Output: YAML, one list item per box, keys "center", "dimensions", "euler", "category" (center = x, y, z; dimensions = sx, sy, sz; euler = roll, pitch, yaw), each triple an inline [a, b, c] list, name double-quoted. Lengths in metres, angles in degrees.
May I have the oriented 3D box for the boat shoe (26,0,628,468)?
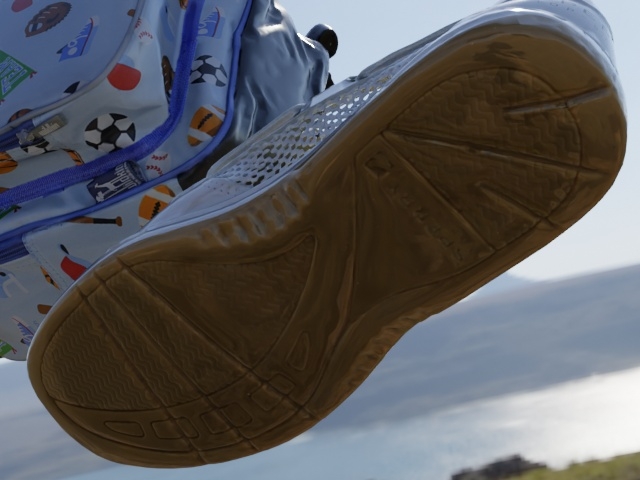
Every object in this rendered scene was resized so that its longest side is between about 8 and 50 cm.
- center: [0.000, 0.000, 0.480]
  dimensions: [0.277, 0.098, 0.096]
  euler: [-31, 16, 29]
  category: "boat shoe"

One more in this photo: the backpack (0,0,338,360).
- center: [-0.139, -0.053, 0.768]
  dimensions: [0.263, 0.213, 0.277]
  euler: [-27, 31, 25]
  category: "backpack"
